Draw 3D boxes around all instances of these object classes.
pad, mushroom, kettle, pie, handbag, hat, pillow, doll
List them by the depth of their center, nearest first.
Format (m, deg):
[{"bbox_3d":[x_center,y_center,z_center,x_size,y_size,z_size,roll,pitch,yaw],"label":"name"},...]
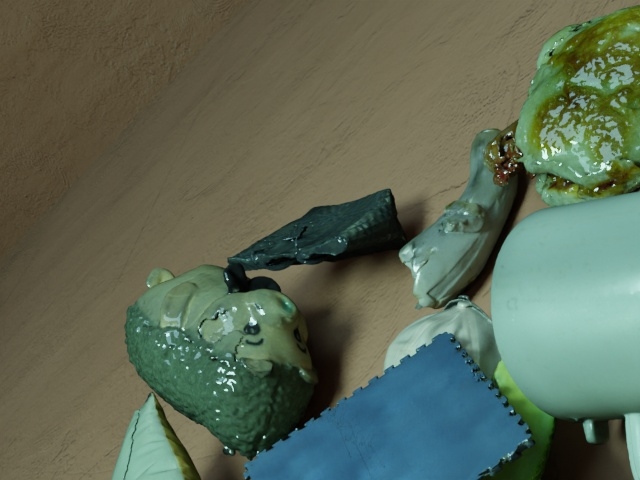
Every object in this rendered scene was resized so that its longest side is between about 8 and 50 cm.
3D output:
[{"bbox_3d":[0.313,0.071,0.992,0.318,0.205,0.265,-13,42,52],"label":"kettle"},{"bbox_3d":[0.052,0.205,1.138,0.269,0.012,0.270,-33,20,1],"label":"pad"},{"bbox_3d":[0.091,0.176,1.301,0.226,0.164,0.219,-24,13,-23],"label":"hat"},{"bbox_3d":[0.340,-0.159,1.407,0.257,0.105,0.275,19,75,50],"label":"pie"},{"bbox_3d":[0.186,-0.028,1.503,0.096,0.099,0.278,6,56,47],"label":"mushroom"},{"bbox_3d":[-0.219,0.399,1.535,0.312,0.119,0.310,-139,57,-64],"label":"pillow"},{"bbox_3d":[-0.129,0.150,1.646,0.247,0.247,0.349,-51,32,3],"label":"doll"},{"bbox_3d":[0.000,0.000,1.685,0.175,0.089,0.270,-20,5,-39],"label":"handbag"}]

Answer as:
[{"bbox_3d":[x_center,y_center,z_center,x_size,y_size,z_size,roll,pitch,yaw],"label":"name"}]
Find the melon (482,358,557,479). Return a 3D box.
[{"bbox_3d":[0.138,0.239,1.138,0.323,0.124,0.196,-43,-8,-14],"label":"melon"}]
